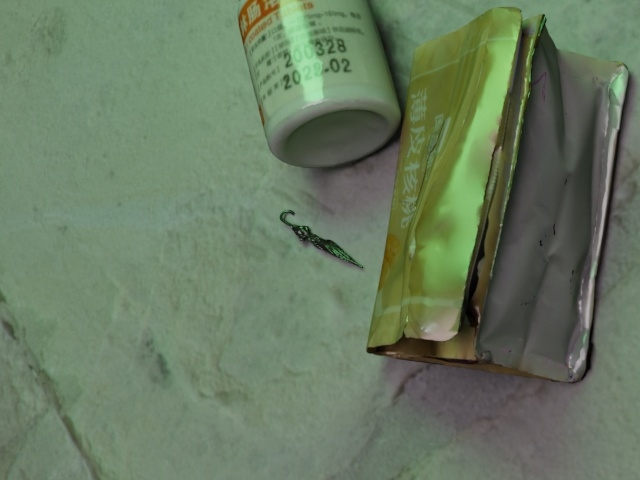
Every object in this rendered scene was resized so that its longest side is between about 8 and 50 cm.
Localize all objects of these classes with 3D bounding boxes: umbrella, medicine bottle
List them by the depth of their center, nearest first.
[{"bbox_3d":[-0.010,-0.213,1.138,0.145,0.144,0.252,-22,65,24],"label":"medicine bottle"},{"bbox_3d":[-0.002,0.002,1.150,0.022,0.013,0.122,-45,55,-12],"label":"umbrella"}]

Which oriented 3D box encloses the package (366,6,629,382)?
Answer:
[{"bbox_3d":[0.135,-0.044,0.991,0.221,0.165,0.311,6,79,32],"label":"package"}]
